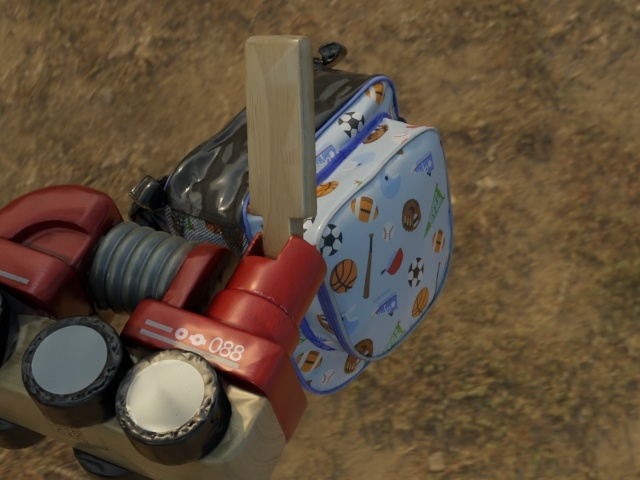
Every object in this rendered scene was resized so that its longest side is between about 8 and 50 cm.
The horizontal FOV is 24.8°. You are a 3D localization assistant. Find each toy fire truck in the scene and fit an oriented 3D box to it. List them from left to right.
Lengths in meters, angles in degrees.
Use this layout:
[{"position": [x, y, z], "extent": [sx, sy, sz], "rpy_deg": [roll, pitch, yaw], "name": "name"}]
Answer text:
[{"position": [-0.094, 0.007, 0.851], "extent": [0.217, 0.158, 0.246], "rpy_deg": [17, 61, 23], "name": "toy fire truck"}]

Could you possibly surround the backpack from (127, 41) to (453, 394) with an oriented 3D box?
[{"position": [0.000, 0.000, 1.320], "extent": [0.213, 0.263, 0.276], "rpy_deg": [26, 53, 34], "name": "backpack"}]
